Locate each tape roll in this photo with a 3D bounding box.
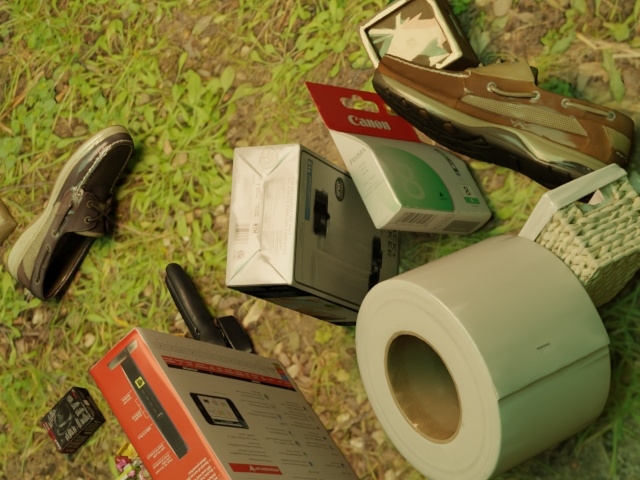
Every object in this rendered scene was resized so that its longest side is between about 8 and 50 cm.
[{"bbox_3d":[0.176,0.133,1.456,0.246,0.169,0.246,35,136,44],"label":"tape roll"}]

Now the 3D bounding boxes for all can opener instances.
[{"bbox_3d":[-0.165,0.108,1.788,0.186,0.073,0.059,51,143,31],"label":"can opener"}]

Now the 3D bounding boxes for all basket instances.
[{"bbox_3d":[0.294,0.010,1.475,0.113,0.167,0.103,-23,66,-23],"label":"basket"}]

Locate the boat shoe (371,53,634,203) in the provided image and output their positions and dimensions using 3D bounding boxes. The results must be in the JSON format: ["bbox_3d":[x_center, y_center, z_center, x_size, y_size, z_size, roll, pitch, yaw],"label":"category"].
[{"bbox_3d":[0.224,-0.156,1.579,0.324,0.122,0.120,25,82,12],"label":"boat shoe"}]

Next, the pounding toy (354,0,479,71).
[{"bbox_3d":[0.131,-0.268,1.689,0.130,0.100,0.141,-30,77,20],"label":"pounding toy"}]

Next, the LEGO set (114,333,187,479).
[{"bbox_3d":[-0.242,0.262,1.757,0.132,0.107,0.287,29,94,30],"label":"LEGO set"}]

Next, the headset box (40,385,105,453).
[{"bbox_3d":[-0.355,0.259,1.863,0.083,0.032,0.062,-46,61,13],"label":"headset box"}]

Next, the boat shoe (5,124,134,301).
[{"bbox_3d":[-0.346,-0.035,1.889,0.092,0.103,0.285,44,105,24],"label":"boat shoe"}]

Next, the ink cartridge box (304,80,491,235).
[{"bbox_3d":[0.097,-0.112,1.610,0.056,0.181,0.225,-40,62,35],"label":"ink cartridge box"}]

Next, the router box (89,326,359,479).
[{"bbox_3d":[-0.080,0.259,1.536,0.082,0.335,0.301,-43,62,13],"label":"router box"}]

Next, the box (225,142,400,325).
[{"bbox_3d":[0.000,0.000,1.578,0.087,0.290,0.169,-3,76,27],"label":"box"}]

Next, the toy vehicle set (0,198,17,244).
[{"bbox_3d":[-0.605,0.009,2.053,0.267,0.035,0.166,-47,61,12],"label":"toy vehicle set"}]
